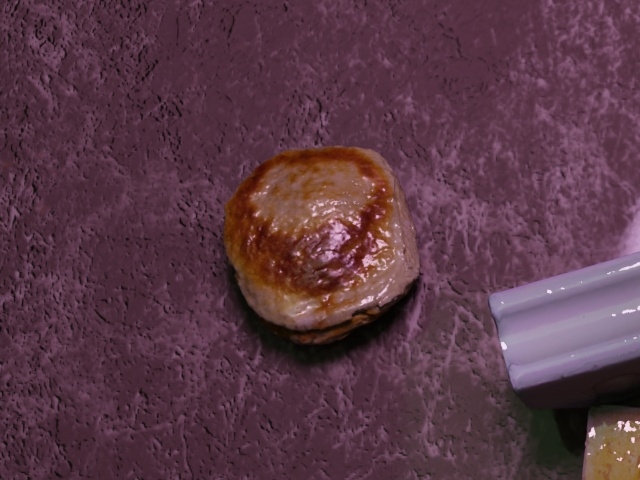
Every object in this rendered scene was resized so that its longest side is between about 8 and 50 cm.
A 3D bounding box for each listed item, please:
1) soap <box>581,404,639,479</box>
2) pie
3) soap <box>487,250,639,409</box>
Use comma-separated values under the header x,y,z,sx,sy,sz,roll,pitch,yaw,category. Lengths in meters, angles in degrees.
x,y,z,sx,sy,sz,roll,pitch,yaw,category
0.342,0.220,1.416,0.232,0.073,0.140,3,79,18,soap
0.000,0.000,1.592,0.179,0.084,0.205,-16,66,13,pie
0.306,0.067,1.422,0.289,0.173,0.095,-17,69,12,soap
